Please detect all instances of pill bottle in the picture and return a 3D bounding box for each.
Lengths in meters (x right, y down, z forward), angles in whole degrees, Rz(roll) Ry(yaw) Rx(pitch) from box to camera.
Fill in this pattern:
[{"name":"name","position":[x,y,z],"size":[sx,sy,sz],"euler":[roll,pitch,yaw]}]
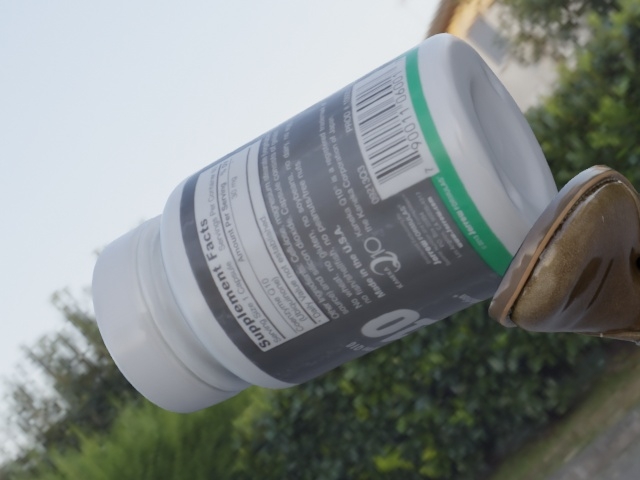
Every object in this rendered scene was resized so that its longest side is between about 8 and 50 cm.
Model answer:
[{"name":"pill bottle","position":[0.000,0.000,0.934],"size":[0.361,0.204,0.204],"euler":[-27,2,24]}]

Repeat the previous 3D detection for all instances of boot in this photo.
[{"name":"boot","position":[0.213,0.026,0.753],"size":[0.305,0.115,0.112],"euler":[-2,-54,-57]}]
